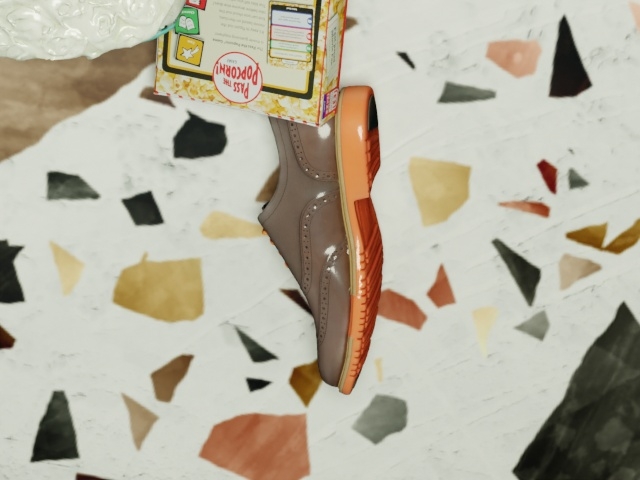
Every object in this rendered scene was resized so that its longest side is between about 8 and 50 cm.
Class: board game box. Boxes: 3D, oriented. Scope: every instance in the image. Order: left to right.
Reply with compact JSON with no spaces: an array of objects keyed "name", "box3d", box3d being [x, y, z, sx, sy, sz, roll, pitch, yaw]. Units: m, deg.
[{"name":"board game box","box3d":[-0.053,-0.198,1.438,0.146,0.045,0.194,13,113,16]}]

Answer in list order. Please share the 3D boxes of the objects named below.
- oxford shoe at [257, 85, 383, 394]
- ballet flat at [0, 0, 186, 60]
[{"name":"oxford shoe","box3d":[0.000,0.000,1.548,0.098,0.097,0.271,2,107,9]},{"name":"ballet flat","box3d":[-0.294,-0.217,1.325,0.408,0.147,0.147,5,112,3]}]
